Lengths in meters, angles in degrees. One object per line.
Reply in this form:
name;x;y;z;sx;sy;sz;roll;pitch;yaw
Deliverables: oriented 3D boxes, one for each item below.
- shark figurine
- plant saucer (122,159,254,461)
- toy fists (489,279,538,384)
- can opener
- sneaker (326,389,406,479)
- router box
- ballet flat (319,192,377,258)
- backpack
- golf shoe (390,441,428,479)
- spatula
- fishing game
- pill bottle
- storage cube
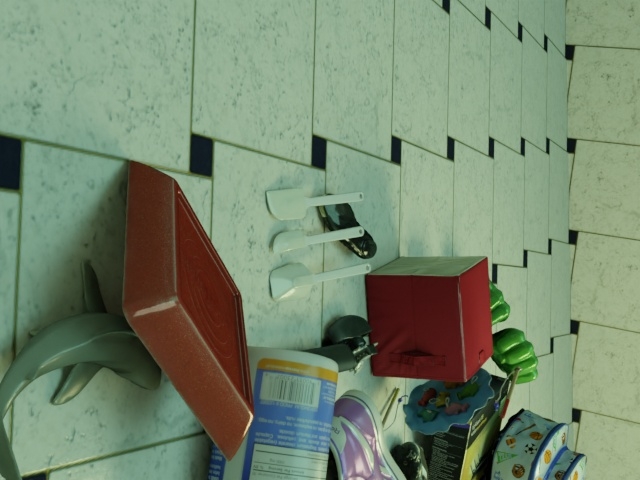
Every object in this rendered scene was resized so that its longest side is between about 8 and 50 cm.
shark figurine;-0.229;0.117;0.864;0.278;0.116;0.166;-28;114;-62
plant saucer;-0.138;0.069;0.982;0.259;0.047;0.258;-102;170;-50
toy fists;0.397;0.197;1.989;0.279;0.096;0.142;61;-7;2
can opener;0.009;0.181;1.395;0.093;0.074;0.280;58;23;12
sneaker;0.055;0.405;1.449;0.161;0.102;0.282;-46;120;-49
router box;0.317;0.444;1.918;0.309;0.081;0.243;-17;118;-62
ballet flat;0.038;-0.021;1.475;0.057;0.049;0.173;-59;137;-18
backpack;0.465;0.519;1.946;0.276;0.213;0.264;-37;127;-53
golf shoe;0.181;0.490;1.709;0.094;0.077;0.198;12;80;-63
spatula;0.000;0.000;1.374;0.242;0.019;0.168;-8;92;-52
fishing game;0.231;0.281;1.612;0.041;0.264;0.189;62;37;-19
pill bottle;-0.065;0.282;1.138;0.152;0.152;0.272;31;63;-59
storage cube;0.206;0.139;1.637;0.215;0.183;0.193;-19;106;-62
